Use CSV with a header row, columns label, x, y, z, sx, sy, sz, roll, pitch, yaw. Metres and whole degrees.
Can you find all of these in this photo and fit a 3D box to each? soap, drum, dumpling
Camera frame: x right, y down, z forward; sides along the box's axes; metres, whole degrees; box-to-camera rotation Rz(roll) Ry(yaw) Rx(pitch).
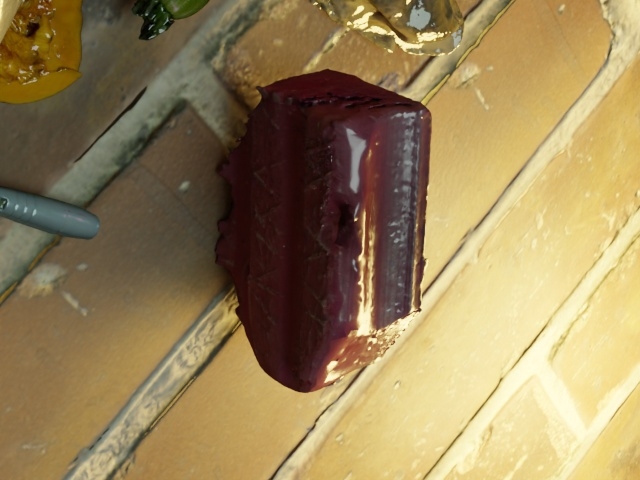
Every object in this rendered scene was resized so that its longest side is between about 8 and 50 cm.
label,x,y,z,sx,sy,sz,roll,pitch,yaw
soap,0.000,0.000,1.262,0.127,0.220,0.325,-12,116,-34
drum,-0.307,-0.024,1.089,0.130,0.049,0.253,-56,135,-7
dumpling,0.071,-0.283,1.273,0.166,0.086,0.332,-39,135,-16

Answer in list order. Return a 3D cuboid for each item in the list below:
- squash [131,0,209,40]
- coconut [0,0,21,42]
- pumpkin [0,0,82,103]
label,x,y,z,sx,sy,sz,roll,pitch,yaw
squash,-0.084,-0.320,1.126,0.071,0.080,0.318,20,95,-4
coconut,-0.314,-0.210,0.868,0.266,0.237,0.237,-10,116,-32
pumpkin,-0.226,-0.210,1.026,0.183,0.108,0.119,-46,149,24
